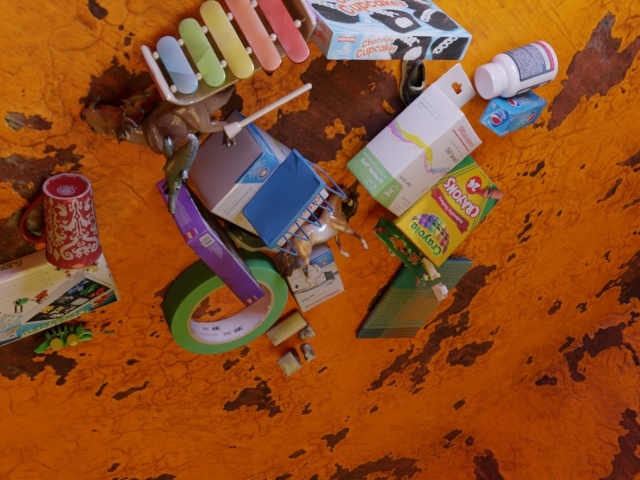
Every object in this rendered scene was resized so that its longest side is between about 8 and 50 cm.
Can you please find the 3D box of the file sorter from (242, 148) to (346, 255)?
[{"bbox_3d":[-0.049,-0.072,1.454,0.170,0.118,0.104,-49,143,14],"label":"file sorter"}]

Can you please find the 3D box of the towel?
[{"bbox_3d":[0.297,0.182,2.306,0.271,0.040,0.370,6,129,-38],"label":"towel"}]

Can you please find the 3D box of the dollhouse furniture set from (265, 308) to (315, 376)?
[{"bbox_3d":[-0.091,0.289,2.150,0.144,0.123,0.151,-34,107,1],"label":"dollhouse furniture set"}]

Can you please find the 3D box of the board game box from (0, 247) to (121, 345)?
[{"bbox_3d":[-0.612,0.113,1.571,0.305,0.053,0.193,-21,139,-16],"label":"board game box"}]

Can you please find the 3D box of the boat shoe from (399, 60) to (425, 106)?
[{"bbox_3d":[0.216,-0.361,1.658,0.056,0.049,0.152,-27,142,-10],"label":"boat shoe"}]

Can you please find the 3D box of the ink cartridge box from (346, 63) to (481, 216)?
[{"bbox_3d":[0.257,-0.235,1.735,0.353,0.119,0.207,-43,155,11],"label":"ink cartridge box"}]

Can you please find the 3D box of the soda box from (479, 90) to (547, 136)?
[{"bbox_3d":[0.491,-0.327,1.819,0.210,0.071,0.067,-24,147,-47],"label":"soda box"}]

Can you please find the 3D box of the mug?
[{"bbox_3d":[-0.518,-0.037,1.437,0.150,0.113,0.169,-13,134,-27],"label":"mug"}]

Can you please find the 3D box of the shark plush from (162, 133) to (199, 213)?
[{"bbox_3d":[-0.269,-0.127,1.339,0.073,0.067,0.161,14,110,-44],"label":"shark plush"}]

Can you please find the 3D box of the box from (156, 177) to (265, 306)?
[{"bbox_3d":[-0.241,0.003,1.599,0.057,0.201,0.293,-34,142,-1],"label":"box"}]

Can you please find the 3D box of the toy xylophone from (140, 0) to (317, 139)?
[{"bbox_3d":[-0.147,-0.337,1.307,0.322,0.236,0.081,-36,175,-3],"label":"toy xylophone"}]

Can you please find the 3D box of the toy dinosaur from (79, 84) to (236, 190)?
[{"bbox_3d":[-0.285,-0.240,1.381,0.295,0.127,0.200,-34,135,-9],"label":"toy dinosaur"}]

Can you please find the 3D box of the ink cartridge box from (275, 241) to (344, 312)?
[{"bbox_3d":[-0.026,0.090,1.942,0.139,0.082,0.191,-28,140,-7],"label":"ink cartridge box"}]

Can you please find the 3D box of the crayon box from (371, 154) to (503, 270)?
[{"bbox_3d":[0.313,-0.074,1.913,0.318,0.081,0.202,-48,121,1],"label":"crayon box"}]

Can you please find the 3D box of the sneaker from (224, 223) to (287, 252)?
[{"bbox_3d":[-0.135,-0.041,1.721,0.118,0.083,0.222,-54,156,15],"label":"sneaker"}]

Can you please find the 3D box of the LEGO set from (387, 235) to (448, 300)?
[{"bbox_3d":[0.269,0.057,2.075,0.107,0.132,0.287,-25,119,-2],"label":"LEGO set"}]

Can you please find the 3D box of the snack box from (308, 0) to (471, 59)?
[{"bbox_3d":[0.115,-0.425,1.408,0.321,0.187,0.060,-8,135,-29],"label":"snack box"}]

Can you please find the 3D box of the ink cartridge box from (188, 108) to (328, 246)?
[{"bbox_3d":[-0.136,-0.129,1.558,0.171,0.168,0.232,-46,141,12],"label":"ink cartridge box"}]

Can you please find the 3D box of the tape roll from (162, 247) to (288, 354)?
[{"bbox_3d":[-0.244,0.163,1.868,0.321,0.077,0.321,-20,140,-18],"label":"tape roll"}]

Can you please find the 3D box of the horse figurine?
[{"bbox_3d":[0.000,0.000,1.805,0.263,0.066,0.175,-33,116,-9],"label":"horse figurine"}]

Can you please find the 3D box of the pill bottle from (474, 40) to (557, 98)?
[{"bbox_3d":[0.471,-0.409,1.743,0.180,0.108,0.108,-21,140,-16],"label":"pill bottle"}]

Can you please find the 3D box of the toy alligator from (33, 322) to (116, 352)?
[{"bbox_3d":[-0.587,0.220,1.709,0.189,0.056,0.052,-14,97,-24],"label":"toy alligator"}]

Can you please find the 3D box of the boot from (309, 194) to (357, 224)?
[{"bbox_3d":[0.031,-0.074,1.848,0.114,0.037,0.106,2,128,-30],"label":"boot"}]
